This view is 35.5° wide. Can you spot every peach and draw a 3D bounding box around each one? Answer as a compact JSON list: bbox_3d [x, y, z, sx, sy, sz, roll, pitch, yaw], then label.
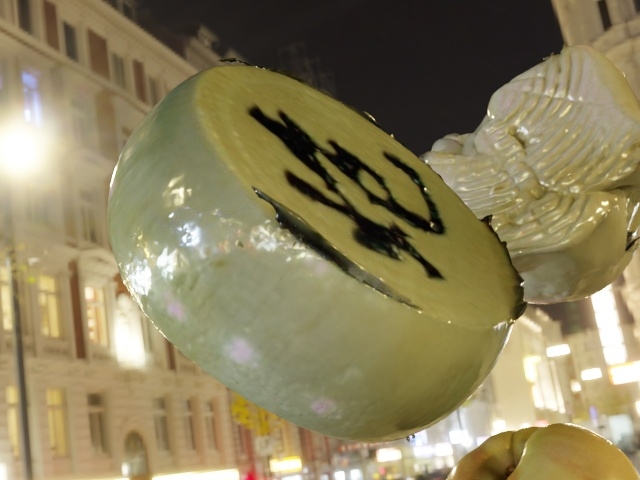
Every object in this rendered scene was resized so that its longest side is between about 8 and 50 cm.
[{"bbox_3d":[0.190,0.246,0.829,0.184,0.184,0.184,-8,-14,-2],"label":"peach"}]

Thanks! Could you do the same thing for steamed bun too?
[{"bbox_3d":[0.273,-0.057,1.201,0.320,0.275,0.206,-39,-38,-1],"label":"steamed bun"}]

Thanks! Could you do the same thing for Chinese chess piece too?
[{"bbox_3d":[0.000,0.000,0.823,0.349,0.349,0.146,8,-54,-49],"label":"Chinese chess piece"}]
